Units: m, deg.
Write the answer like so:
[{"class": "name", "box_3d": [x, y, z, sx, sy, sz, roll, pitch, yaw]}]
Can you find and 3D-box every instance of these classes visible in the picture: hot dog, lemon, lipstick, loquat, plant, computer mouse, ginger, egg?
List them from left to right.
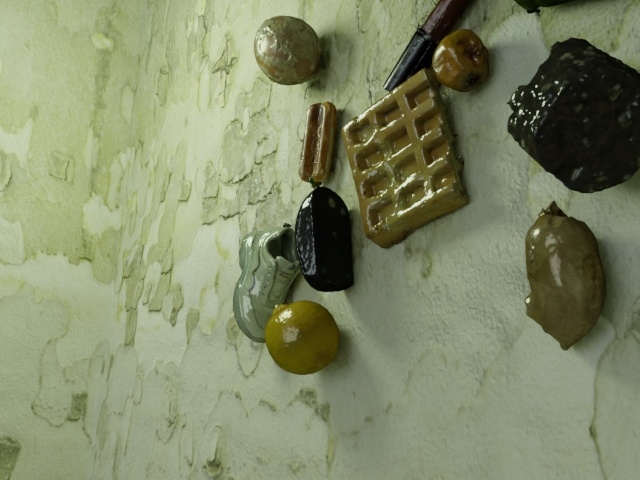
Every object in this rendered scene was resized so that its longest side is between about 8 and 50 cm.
[{"class": "egg", "box_3d": [-0.102, -0.568, 1.985, 0.203, 0.203, 0.245, -61, 41, 19]}, {"class": "lemon", "box_3d": [-0.047, 0.241, 1.680, 0.244, 0.186, 0.187, 39, 109, 47]}, {"class": "hot dog", "box_3d": [-0.003, -0.266, 1.875, 0.104, 0.076, 0.250, 1, 83, 32]}, {"class": "computer mouse", "box_3d": [0.000, 0.000, 1.704, 0.100, 0.170, 0.269, -18, 65, 38]}, {"class": "lipstick", "box_3d": [0.289, -0.523, 1.580, 0.418, 0.077, 0.077, -56, 42, 22]}, {"class": "loquat", "box_3d": [0.315, -0.397, 1.482, 0.137, 0.113, 0.137, -5, 83, 38]}, {"class": "ginger", "box_3d": [0.429, 0.061, 1.177, 0.152, 0.138, 0.267, 4, 87, 57]}, {"class": "plant", "box_3d": [0.457, -0.233, 1.187, 0.215, 0.213, 0.312, -57, 6, 22]}]

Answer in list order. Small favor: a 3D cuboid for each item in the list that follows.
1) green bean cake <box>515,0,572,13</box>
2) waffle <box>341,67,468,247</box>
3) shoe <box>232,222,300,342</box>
[{"class": "green bean cake", "box_3d": [0.481, -0.597, 1.295, 0.249, 0.156, 0.247, 11, 86, 52]}, {"class": "waffle", "box_3d": [0.190, -0.188, 1.576, 0.304, 0.077, 0.348, -28, 65, 41]}, {"class": "shoe", "box_3d": [-0.142, 0.111, 1.879, 0.210, 0.132, 0.342, -26, 56, 48]}]
